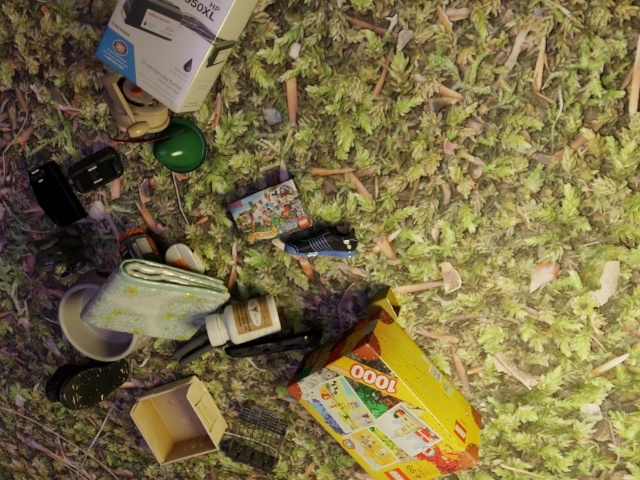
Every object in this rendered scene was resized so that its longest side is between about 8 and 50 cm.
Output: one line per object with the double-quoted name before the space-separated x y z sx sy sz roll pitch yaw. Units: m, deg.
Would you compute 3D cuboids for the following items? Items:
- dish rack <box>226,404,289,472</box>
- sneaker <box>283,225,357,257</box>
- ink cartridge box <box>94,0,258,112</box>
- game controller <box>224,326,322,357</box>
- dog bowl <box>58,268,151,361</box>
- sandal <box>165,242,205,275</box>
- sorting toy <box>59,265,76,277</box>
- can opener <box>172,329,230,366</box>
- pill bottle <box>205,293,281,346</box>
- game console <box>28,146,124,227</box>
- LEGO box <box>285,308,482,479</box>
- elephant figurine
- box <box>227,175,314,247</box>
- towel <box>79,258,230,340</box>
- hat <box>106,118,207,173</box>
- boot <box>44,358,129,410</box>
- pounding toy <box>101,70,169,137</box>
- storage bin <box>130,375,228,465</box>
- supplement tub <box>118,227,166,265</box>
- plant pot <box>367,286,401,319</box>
"dish rack" -0.231 0.730 1.831 0.208 0.074 0.272 19 109 3
"sneaker" 0.000 0.000 1.537 0.232 0.081 0.091 2 106 3
"ink cartridge box" -0.393 -0.604 1.360 0.285 0.166 0.395 35 111 -2
"game controller" -0.156 0.339 1.634 0.319 0.166 0.067 -13 71 15
"dog bowl" -0.778 0.279 1.769 0.348 0.102 0.349 4 110 10
"sandal" -0.434 0.102 1.661 0.101 0.076 0.265 -11 127 12
"sorting toy" -0.930 0.105 1.771 0.101 0.042 0.061 1 109 10
"can opener" -0.404 0.363 1.724 0.283 0.095 0.076 -32 99 12
"pill bottle" -0.252 0.266 1.608 0.229 0.131 0.131 -15 106 -6
"game console" -0.809 -0.189 1.649 0.361 0.044 0.213 -21 105 17
"LEGO box" 0.204 0.519 1.568 0.500 0.193 0.372 47 124 -7
"elephant figurine" -0.895 0.051 1.640 0.186 0.239 0.169 -40 97 20
"box" -0.156 -0.087 1.552 0.233 0.044 0.159 -19 103 17
"towel" -0.526 0.206 1.579 0.374 0.090 0.320 20 130 -37
"hat" -0.472 -0.269 1.478 0.208 0.183 0.173 -12 106 15
"boot" -0.885 0.519 1.749 0.260 0.348 0.131 -8 87 10
"pounding toy" -0.523 -0.413 1.413 0.270 0.154 0.155 56 149 23
"storage bin" -0.528 0.670 1.839 0.262 0.123 0.260 -21 103 17
"supplement tub" -0.588 0.061 1.622 0.117 0.117 0.190 -41 69 20
"plant pot" 0.199 0.209 1.566 0.083 0.081 0.082 -22 103 25
